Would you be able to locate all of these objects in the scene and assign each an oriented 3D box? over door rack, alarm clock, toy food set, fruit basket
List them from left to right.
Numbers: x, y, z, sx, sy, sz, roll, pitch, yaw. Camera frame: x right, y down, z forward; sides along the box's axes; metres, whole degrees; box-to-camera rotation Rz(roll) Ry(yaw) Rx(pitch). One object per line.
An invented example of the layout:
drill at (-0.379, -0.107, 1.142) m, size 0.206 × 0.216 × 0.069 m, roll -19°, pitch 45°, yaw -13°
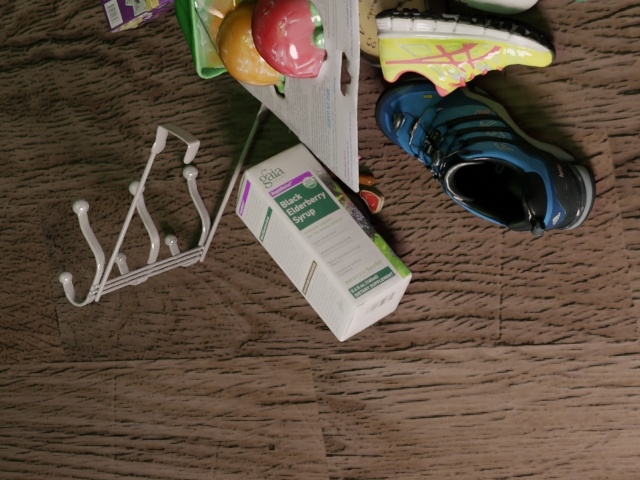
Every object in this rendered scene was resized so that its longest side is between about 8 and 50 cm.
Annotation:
over door rack at (-0.195, -0.068, 2.065) m, size 0.108 × 0.239 × 0.324 m, roll 48°, pitch 126°, yaw 15°
fruit basket at (-0.044, -0.276, 1.893) m, size 0.353 × 0.165 × 0.327 m, roll 40°, pitch 148°, yaw 35°
toy food set at (0.038, -0.073, 2.010) m, size 0.122 × 0.019 × 0.078 m, roll 50°, pitch 126°, yaw 20°
alarm clock at (0.101, -0.263, 1.884) m, size 0.192 × 0.064 × 0.129 m, roll 39°, pitch 117°, yaw 25°

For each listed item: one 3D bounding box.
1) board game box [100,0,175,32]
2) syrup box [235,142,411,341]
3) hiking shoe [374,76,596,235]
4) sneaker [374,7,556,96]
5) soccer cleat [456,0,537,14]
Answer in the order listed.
board game box at (-0.261, -0.482, 2.152) m, size 0.208 × 0.056 × 0.347 m, roll -20°, pitch 87°, yaw 45°
syrup box at (0.000, 0.000, 1.992) m, size 0.237 × 0.093 × 0.096 m, roll 51°, pitch 151°, yaw 19°
hiking shoe at (0.170, -0.105, 1.818) m, size 0.304 × 0.132 × 0.113 m, roll 30°, pitch 118°, yaw 31°
sneaker at (0.164, -0.210, 1.806) m, size 0.208 × 0.081 × 0.094 m, roll 7°, pitch 107°, yaw 10°
soccer cleat at (0.093, -0.344, 1.771) m, size 0.331 × 0.143 × 0.116 m, roll 35°, pitch 132°, yaw 5°
